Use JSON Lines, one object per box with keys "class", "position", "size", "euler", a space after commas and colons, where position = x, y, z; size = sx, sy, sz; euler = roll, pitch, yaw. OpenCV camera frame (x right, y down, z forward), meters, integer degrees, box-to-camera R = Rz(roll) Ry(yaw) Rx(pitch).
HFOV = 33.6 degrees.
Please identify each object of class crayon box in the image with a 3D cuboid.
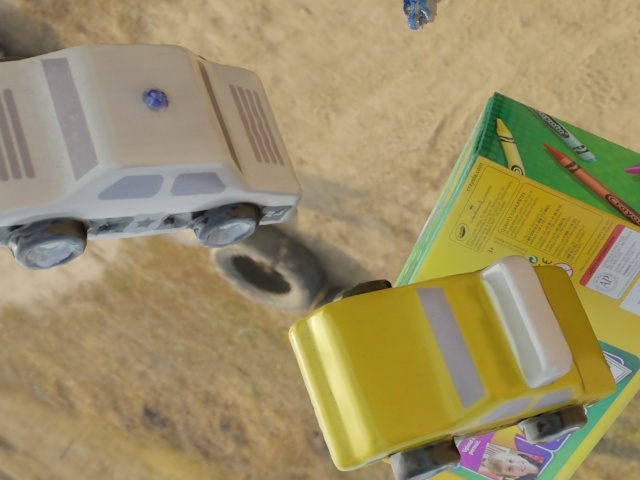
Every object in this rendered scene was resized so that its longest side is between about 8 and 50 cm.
{"class": "crayon box", "position": [0.130, 0.058, 0.715], "size": [0.165, 0.081, 0.278], "euler": [23, 129, 0]}

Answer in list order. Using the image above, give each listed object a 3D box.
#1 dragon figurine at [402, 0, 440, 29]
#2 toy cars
{"class": "dragon figurine", "position": [0.171, -0.330, 1.169], "size": [0.144, 0.289, 0.085], "euler": [-2, 128, 30]}
{"class": "toy cars", "position": [0.000, 0.000, 0.525], "size": [0.394, 0.176, 0.087], "euler": [31, 141, -12]}
